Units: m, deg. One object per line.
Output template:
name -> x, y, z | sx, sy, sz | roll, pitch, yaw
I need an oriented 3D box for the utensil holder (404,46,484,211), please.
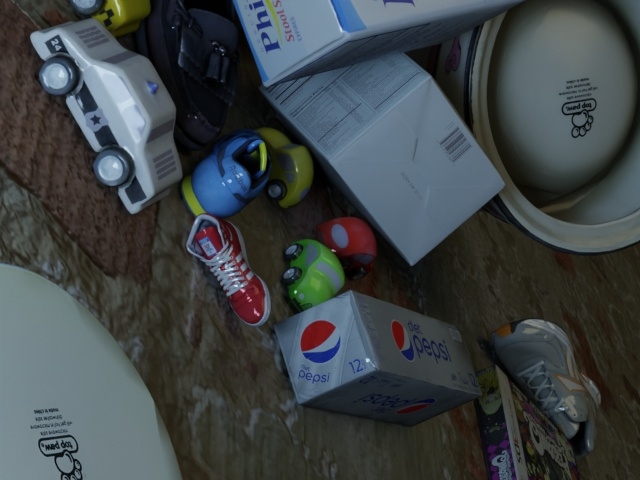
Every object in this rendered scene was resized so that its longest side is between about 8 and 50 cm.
utensil holder -> 0.195, -0.286, 2.106 | 0.385, 0.328, 0.327 | 49, 24, -28

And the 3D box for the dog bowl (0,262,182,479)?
dog bowl -> -0.198, 0.151, 0.941 | 0.265, 0.104, 0.265 | 49, 25, -32

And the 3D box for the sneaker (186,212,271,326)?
sneaker -> -0.089, 0.026, 1.439 | 0.067, 0.042, 0.118 | 33, 28, -60

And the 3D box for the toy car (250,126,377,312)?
toy car -> 0.000, 0.000, 1.667 | 0.239, 0.053, 0.225 | 50, 24, -30

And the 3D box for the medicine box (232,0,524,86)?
medicine box -> 0.038, -0.326, 1.550 | 0.289, 0.149, 0.263 | -20, 88, -42

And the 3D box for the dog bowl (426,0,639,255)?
dog bowl -> 0.310, -0.190, 1.918 | 0.408, 0.408, 0.150 | 53, -21, -24

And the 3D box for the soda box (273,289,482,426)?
soda box -> 0.067, 0.130, 1.604 | 0.286, 0.098, 0.091 | 21, 47, -60

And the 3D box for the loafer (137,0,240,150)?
loafer -> -0.130, -0.231, 1.581 | 0.109, 0.095, 0.302 | 41, 30, -45

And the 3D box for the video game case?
video game case -> 0.284, 0.305, 1.984 | 0.232, 0.042, 0.210 | 45, 28, -39

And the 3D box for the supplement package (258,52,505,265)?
supplement package -> 0.070, -0.120, 1.734 | 0.194, 0.149, 0.203 | 50, -1, -39

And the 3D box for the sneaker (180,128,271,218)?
sneaker -> -0.074, -0.077, 1.549 | 0.069, 0.082, 0.209 | 57, 20, -9

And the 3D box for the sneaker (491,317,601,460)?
sneaker -> 0.330, 0.214, 2.137 | 0.262, 0.099, 0.121 | 45, 31, -36

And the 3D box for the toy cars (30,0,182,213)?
toy cars -> -0.194, -0.211, 1.418 | 0.176, 0.087, 0.393 | 35, 34, -50
